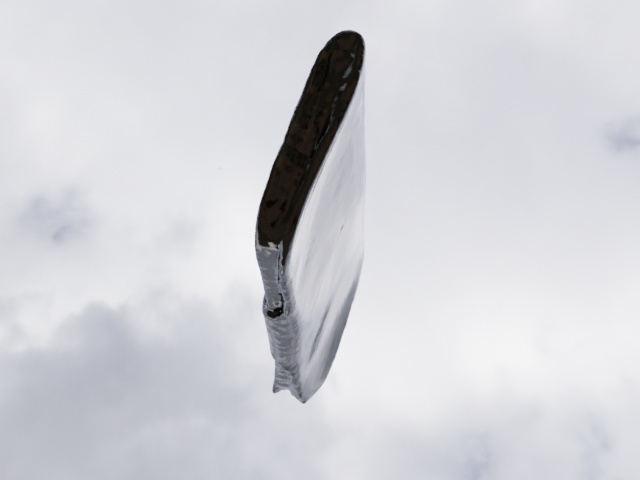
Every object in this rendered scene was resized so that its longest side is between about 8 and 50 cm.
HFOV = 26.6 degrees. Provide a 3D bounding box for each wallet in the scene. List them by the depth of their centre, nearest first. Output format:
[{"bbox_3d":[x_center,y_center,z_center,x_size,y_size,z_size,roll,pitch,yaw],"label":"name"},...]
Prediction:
[{"bbox_3d":[0.000,0.000,0.469,0.018,0.157,0.082,19,-111,10],"label":"wallet"}]
